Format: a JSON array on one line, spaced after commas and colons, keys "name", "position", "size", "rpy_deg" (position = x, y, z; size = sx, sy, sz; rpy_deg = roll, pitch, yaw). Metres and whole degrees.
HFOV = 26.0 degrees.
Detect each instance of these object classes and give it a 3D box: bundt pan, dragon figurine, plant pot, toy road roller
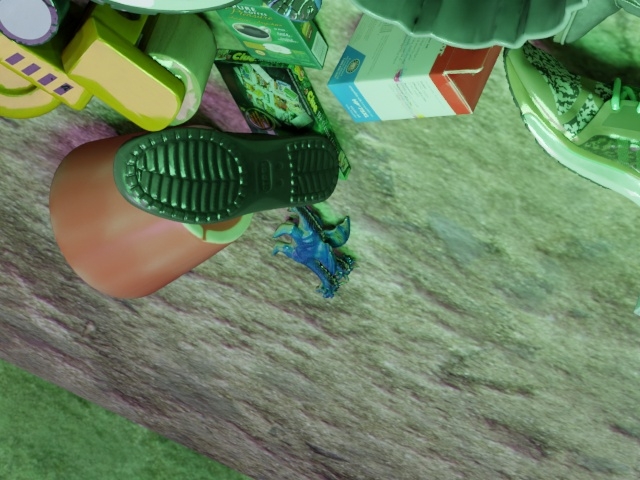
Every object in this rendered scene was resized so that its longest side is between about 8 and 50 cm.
[{"name": "bundt pan", "position": [0.143, -0.354, 1.487], "size": [0.331, 0.124, 0.331], "rpy_deg": [16, 155, 8]}, {"name": "dragon figurine", "position": [0.000, 0.000, 2.286], "size": [0.144, 0.085, 0.289], "rpy_deg": [22, 153, 5]}, {"name": "plant pot", "position": [-0.255, -0.061, 2.232], "size": [0.243, 0.275, 0.275], "rpy_deg": [-18, 131, 40]}, {"name": "toy road roller", "position": [-0.332, -0.255, 1.904], "size": [0.329, 0.202, 0.240], "rpy_deg": [33, 126, -16]}]

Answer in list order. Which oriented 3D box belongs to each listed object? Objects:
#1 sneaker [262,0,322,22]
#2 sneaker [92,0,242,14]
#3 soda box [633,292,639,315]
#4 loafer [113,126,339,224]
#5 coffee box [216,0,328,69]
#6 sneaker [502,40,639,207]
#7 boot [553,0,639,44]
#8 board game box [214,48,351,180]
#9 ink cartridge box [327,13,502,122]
[{"name": "sneaker", "position": [-0.033, -0.333, 1.642], "size": [0.087, 0.221, 0.083], "rpy_deg": [26, 123, -39]}, {"name": "sneaker", "position": [-0.271, -0.438, 1.653], "size": [0.447, 0.169, 0.257], "rpy_deg": [18, 145, -2]}, {"name": "soda box", "position": [0.528, 0.053, 1.954], "size": [0.069, 0.074, 0.216], "rpy_deg": [27, 153, -4]}, {"name": "loafer", "position": [-0.147, -0.093, 1.990], "size": [0.366, 0.133, 0.130], "rpy_deg": [1, -175, -38]}, {"name": "coffee box", "position": [-0.066, -0.287, 1.835], "size": [0.113, 0.040, 0.184], "rpy_deg": [13, 167, 22]}, {"name": "sneaker", "position": [0.403, -0.141, 1.655], "size": [0.410, 0.158, 0.182], "rpy_deg": [34, 121, -9]}, {"name": "boot", "position": [0.380, -0.253, 1.558], "size": [0.208, 0.076, 0.189], "rpy_deg": [18, 155, -1]}, {"name": "board game box", "position": [-0.054, -0.185, 2.070], "size": [0.136, 0.030, 0.259], "rpy_deg": [8, 148, 26]}, {"name": "ink cartridge box", "position": [0.138, -0.225, 1.722], "size": [0.231, 0.134, 0.078], "rpy_deg": [1, 143, 40]}]
